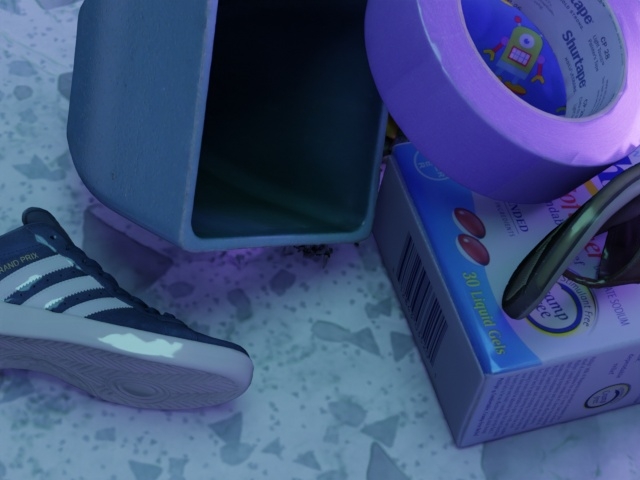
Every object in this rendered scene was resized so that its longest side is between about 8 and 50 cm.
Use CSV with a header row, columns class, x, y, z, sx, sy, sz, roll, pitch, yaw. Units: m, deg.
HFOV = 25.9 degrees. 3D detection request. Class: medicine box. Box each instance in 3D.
class,x,y,z,sx,sy,sz,roll,pitch,yaw
medicine box,0.229,0.026,1.347,0.289,0.149,0.263,-12,59,-15

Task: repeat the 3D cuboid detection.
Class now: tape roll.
class,x,y,z,sx,sy,sz,roll,pitch,yaw
tape roll,0.179,-0.175,1.270,0.275,0.090,0.274,14,61,-26

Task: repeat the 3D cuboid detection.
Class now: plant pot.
class,x,y,z,sx,sy,sz,roll,pitch,yaw
plant pot,-0.107,-0.141,1.323,0.252,0.247,0.248,18,14,41

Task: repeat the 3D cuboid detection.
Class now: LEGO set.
class,x,y,z,sx,sy,sz,roll,pitch,yaw
LEGO set,0.000,-0.002,1.407,0.083,0.023,0.054,-34,67,-27

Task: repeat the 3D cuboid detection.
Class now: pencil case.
class,x,y,z,sx,sy,sz,roll,pitch,yaw
pencil case,0.158,-0.212,1.469,0.306,0.119,0.133,21,85,-17

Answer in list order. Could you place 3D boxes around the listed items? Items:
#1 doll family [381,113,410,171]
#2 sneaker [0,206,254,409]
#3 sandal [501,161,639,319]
class,x,y,z,sx,sy,sz,roll,pitch,yaw
doll family,0.036,-0.140,1.474,0.193,0.076,0.111,18,75,-1
sneaker,-0.224,0.051,1.273,0.350,0.131,0.148,13,60,1
sandal,0.284,-0.015,1.227,0.303,0.120,0.086,-31,80,-26
